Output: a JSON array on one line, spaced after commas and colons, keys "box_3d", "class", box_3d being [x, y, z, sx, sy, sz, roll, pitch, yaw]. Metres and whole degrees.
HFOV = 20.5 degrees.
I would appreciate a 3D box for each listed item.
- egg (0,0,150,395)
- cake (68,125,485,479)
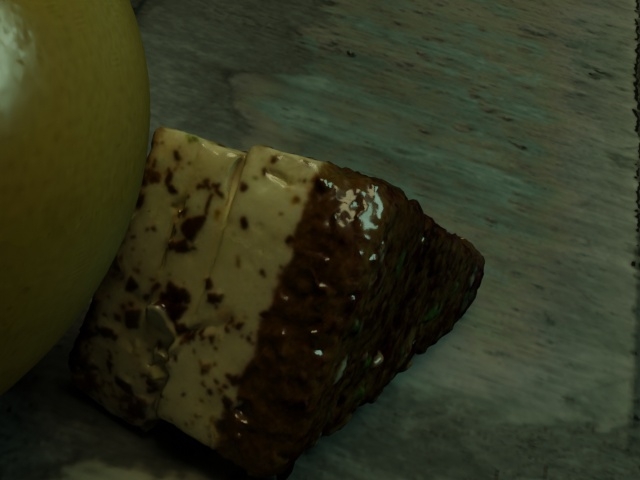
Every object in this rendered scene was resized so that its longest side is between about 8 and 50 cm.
[{"box_3d": [-0.190, -0.042, 0.637, 0.250, 0.250, 0.322, 24, 18, 12], "class": "egg"}, {"box_3d": [0.006, -0.008, 0.795, 0.112, 0.135, 0.246, 26, 30, 19], "class": "cake"}]
